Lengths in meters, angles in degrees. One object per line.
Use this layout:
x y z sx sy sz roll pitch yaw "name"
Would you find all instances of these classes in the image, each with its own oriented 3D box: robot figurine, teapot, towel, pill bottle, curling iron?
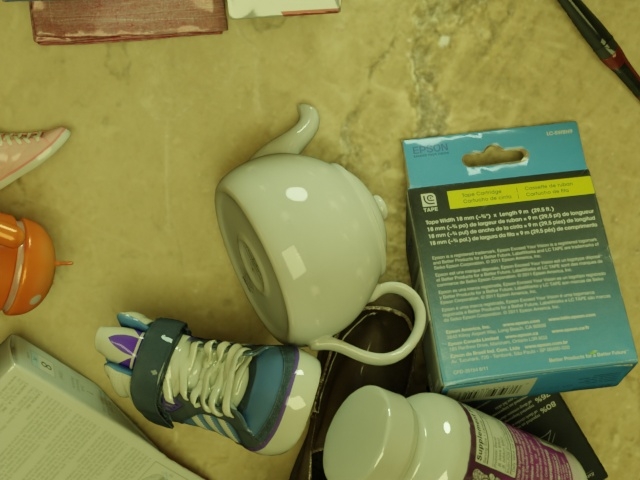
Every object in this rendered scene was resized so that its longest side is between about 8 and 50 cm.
-0.419 0.024 1.342 0.220 0.128 0.158 10 112 -28 "robot figurine"
0.000 0.000 1.343 0.187 0.252 0.256 -23 121 -17 "teapot"
-0.242 -0.402 1.311 0.237 0.037 0.328 -5 105 -4 "towel"
0.159 0.280 1.308 0.302 0.169 0.169 26 101 -26 "pill bottle"
0.377 -0.250 1.405 0.274 0.035 0.068 39 94 -14 "curling iron"

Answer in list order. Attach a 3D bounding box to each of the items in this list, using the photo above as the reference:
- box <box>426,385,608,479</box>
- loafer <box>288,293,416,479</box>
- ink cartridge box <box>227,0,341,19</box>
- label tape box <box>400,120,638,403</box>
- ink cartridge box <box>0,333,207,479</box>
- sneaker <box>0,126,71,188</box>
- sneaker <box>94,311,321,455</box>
0.263 0.258 1.488 0.153 0.108 0.207 -30 105 3 "box"
0.052 0.239 1.453 0.134 0.130 0.365 11 103 -8 "loafer"
-0.049 -0.328 1.275 0.128 0.176 0.127 -5 107 -3 "ink cartridge box"
0.239 0.028 1.407 0.241 0.106 0.333 -6 66 -3 "label tape box"
-0.359 0.344 1.488 0.308 0.091 0.385 -47 120 7 "ink cartridge box"
-0.379 -0.117 1.363 0.134 0.051 0.070 -31 110 8 "sneaker"
-0.156 0.163 1.324 0.236 0.323 0.130 21 76 -16 "sneaker"
